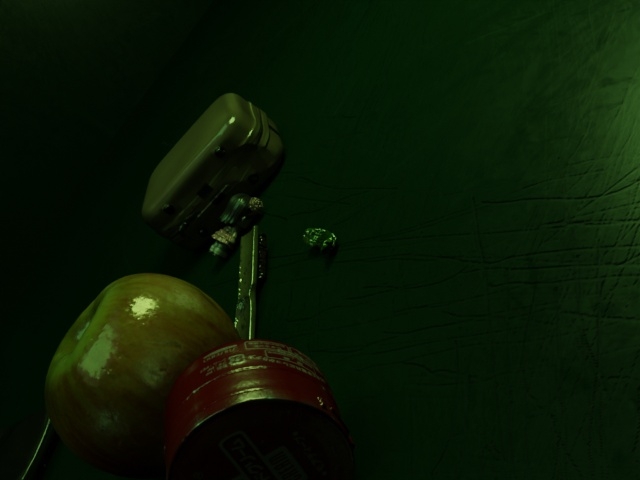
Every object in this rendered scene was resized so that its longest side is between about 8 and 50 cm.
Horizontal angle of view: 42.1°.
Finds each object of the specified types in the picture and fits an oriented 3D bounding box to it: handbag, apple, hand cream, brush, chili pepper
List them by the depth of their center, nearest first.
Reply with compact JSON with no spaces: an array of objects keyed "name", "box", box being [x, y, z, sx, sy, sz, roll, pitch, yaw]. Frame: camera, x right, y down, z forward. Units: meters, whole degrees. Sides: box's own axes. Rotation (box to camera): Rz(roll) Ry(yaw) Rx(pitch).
[{"name":"hand cream","box":[-0.068,0.209,0.865,0.193,0.193,0.125,-48,22,11]},{"name":"apple","box":[-0.237,0.187,1.140,0.286,0.233,0.286,-45,22,24]},{"name":"chili pepper","box":[0.002,0.000,1.216,0.091,0.034,0.030,-152,64,-65]},{"name":"brush","box":[-0.106,0.078,1.297,0.043,0.036,0.247,-42,33,33]},{"name":"handbag","box":[-0.603,0.455,1.634,0.223,0.080,0.246,-27,33,33]},{"name":"handbag","box":[-0.215,-0.155,1.661,0.302,0.149,0.283,-46,28,20]}]

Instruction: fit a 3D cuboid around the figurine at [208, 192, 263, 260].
[{"name":"figurine","box":[-0.157,-0.027,1.496,0.129,0.054,0.072,-57,29,-3]}]
